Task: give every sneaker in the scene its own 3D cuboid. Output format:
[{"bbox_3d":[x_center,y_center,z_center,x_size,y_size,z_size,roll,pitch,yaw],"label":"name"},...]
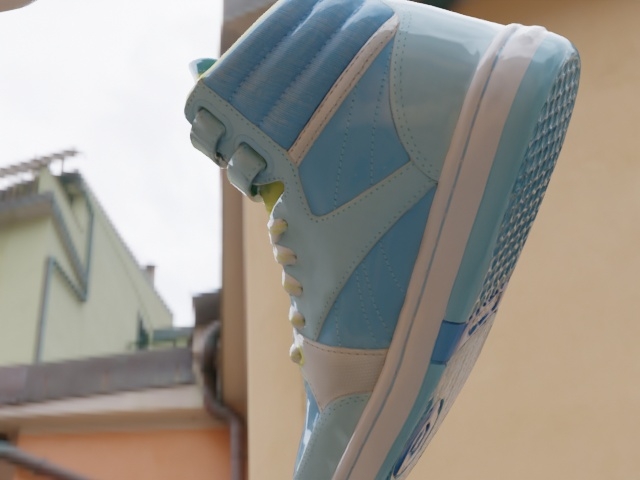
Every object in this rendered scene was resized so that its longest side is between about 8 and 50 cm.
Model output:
[{"bbox_3d":[0.000,0.000,0.794,0.208,0.127,0.319,25,-72,16],"label":"sneaker"}]

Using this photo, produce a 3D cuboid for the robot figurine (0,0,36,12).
[{"bbox_3d":[-0.112,-0.209,0.451,0.173,0.209,0.278,27,-74,10],"label":"robot figurine"}]
